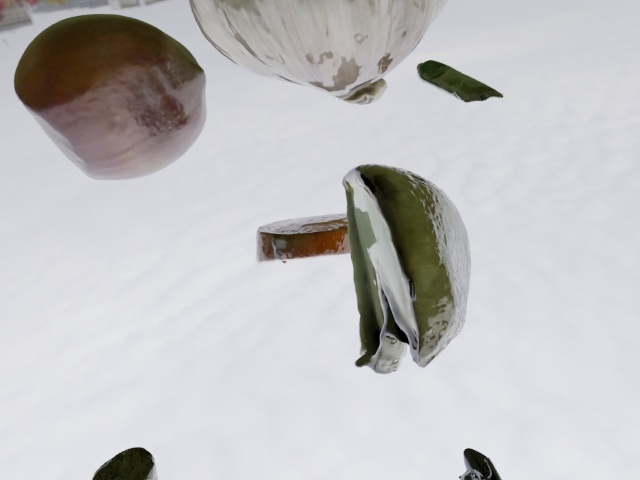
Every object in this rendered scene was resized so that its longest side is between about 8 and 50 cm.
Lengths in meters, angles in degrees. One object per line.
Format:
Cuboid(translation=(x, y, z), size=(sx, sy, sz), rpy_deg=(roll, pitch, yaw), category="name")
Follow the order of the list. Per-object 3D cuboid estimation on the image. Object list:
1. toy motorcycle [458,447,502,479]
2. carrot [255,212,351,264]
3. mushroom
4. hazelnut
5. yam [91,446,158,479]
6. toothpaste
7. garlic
Cuboid(translation=(0.403, 0.589, 1.054), size=(0.108, 0.307, 0.173), rpy_deg=(-42, 172, 17), category="toy motorcycle")
Cuboid(translation=(0.000, 0.000, 1.019), size=(0.258, 0.100, 0.307), rpy_deg=(-6, -175, 26), category="carrot")
Cuboid(translation=(0.141, 0.042, 0.684), size=(0.212, 0.291, 0.217), rpy_deg=(5, 177, -18), category="mushroom")
Cuboid(translation=(-0.432, -0.307, 1.072), size=(0.366, 0.365, 0.365), rpy_deg=(-8, -149, 5), category="hazelnut")
Cuboid(translation=(-0.281, 0.395, 0.724), size=(0.107, 0.183, 0.107), rpy_deg=(5, -164, -1), category="yam")
Cuboid(translation=(0.244, -0.300, 0.957), size=(0.078, 0.046, 0.248), rpy_deg=(-11, -147, -13), category="toothpaste")
Cuboid(translation=(0.001, -0.302, 0.606), size=(0.322, 0.241, 0.322), rpy_deg=(11, -148, -7), category="garlic")
